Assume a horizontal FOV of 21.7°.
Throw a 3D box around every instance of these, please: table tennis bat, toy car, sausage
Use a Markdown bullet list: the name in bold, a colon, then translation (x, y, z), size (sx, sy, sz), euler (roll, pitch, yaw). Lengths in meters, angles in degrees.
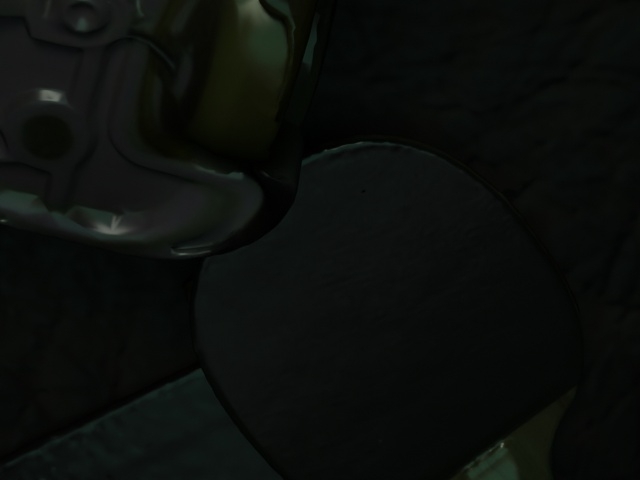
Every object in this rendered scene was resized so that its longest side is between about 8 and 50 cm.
- **table tennis bat**: translation (0.052, 0.068, 0.660), size (0.138, 0.022, 0.246), euler (-37, 108, 8)
- **toy car**: translation (-0.086, -0.188, 0.529), size (0.242, 0.226, 0.336), euler (13, 129, -7)
- **sausage**: translation (0.000, 0.000, 0.655), size (0.116, 0.026, 0.026), euler (-27, 104, 4)

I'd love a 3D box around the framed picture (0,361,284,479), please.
- **framed picture**: translation (-0.076, 0.193, 0.707), size (0.324, 0.013, 0.244), euler (-26, 104, 3)
